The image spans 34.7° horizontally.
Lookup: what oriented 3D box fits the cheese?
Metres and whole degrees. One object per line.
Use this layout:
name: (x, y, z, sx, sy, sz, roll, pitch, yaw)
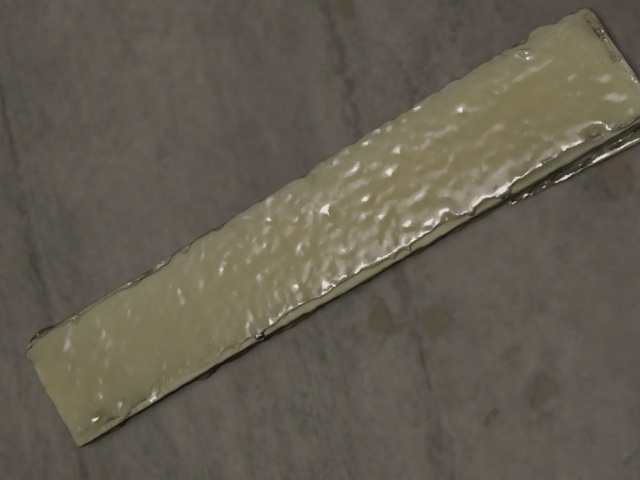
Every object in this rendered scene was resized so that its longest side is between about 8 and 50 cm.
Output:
cheese: (-0.001, -0.001, 0.604, 0.400, 0.034, 0.085, -29, 80, 11)
